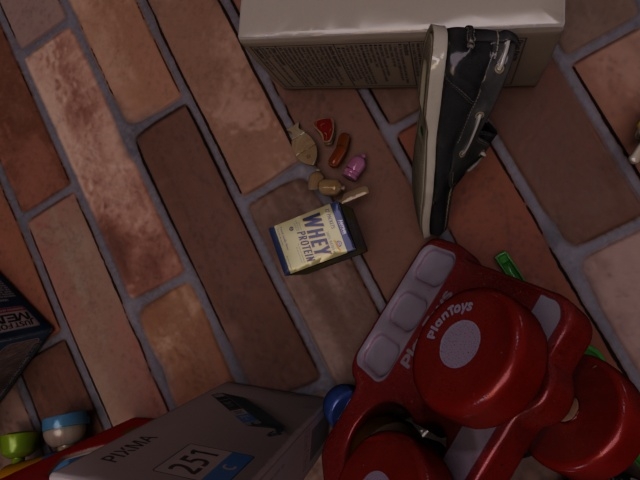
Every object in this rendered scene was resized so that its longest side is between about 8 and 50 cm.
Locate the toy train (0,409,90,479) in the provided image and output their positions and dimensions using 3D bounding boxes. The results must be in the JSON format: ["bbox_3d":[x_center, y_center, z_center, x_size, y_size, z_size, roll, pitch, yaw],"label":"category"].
[{"bbox_3d":[-0.393,0.313,0.665,0.248,0.105,0.143,-19,69,17],"label":"toy train"}]

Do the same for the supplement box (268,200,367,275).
[{"bbox_3d":[0.000,0.000,0.580,0.083,0.083,0.056,-21,83,12],"label":"supplement box"}]

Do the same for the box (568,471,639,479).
[{"bbox_3d":[0.344,0.344,0.459,0.290,0.087,0.169,25,111,14],"label":"box"}]

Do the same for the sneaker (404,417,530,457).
[{"bbox_3d":[0.145,0.192,0.560,0.162,0.057,0.075,-6,60,22],"label":"sneaker"}]

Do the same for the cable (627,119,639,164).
[{"bbox_3d":[0.404,-0.184,0.495,0.140,0.072,0.287,18,92,8],"label":"cable"}]

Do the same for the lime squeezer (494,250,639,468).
[{"bbox_3d":[0.263,0.149,0.507,0.059,0.110,0.310,-44,47,25],"label":"lime squeezer"}]

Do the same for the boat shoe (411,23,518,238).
[{"bbox_3d":[0.130,-0.089,0.500,0.079,0.233,0.084,-1,45,1],"label":"boat shoe"}]

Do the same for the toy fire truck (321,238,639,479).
[{"bbox_3d":[0.102,0.155,0.473,0.169,0.254,0.302,31,90,-24],"label":"toy fire truck"}]

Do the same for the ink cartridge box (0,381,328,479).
[{"bbox_3d":[-0.150,0.201,0.499,0.262,0.296,0.066,4,88,14],"label":"ink cartridge box"}]

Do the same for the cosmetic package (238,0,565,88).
[{"bbox_3d":[0.083,-0.242,0.536,0.297,0.153,0.129,4,87,13],"label":"cosmetic package"}]

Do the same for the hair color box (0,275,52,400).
[{"bbox_3d":[-0.554,0.077,0.702,0.347,0.105,0.173,41,100,12],"label":"hair color box"}]

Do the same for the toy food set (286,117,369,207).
[{"bbox_3d":[0.013,-0.095,0.611,0.078,0.019,0.122,-22,70,9],"label":"toy food set"}]
